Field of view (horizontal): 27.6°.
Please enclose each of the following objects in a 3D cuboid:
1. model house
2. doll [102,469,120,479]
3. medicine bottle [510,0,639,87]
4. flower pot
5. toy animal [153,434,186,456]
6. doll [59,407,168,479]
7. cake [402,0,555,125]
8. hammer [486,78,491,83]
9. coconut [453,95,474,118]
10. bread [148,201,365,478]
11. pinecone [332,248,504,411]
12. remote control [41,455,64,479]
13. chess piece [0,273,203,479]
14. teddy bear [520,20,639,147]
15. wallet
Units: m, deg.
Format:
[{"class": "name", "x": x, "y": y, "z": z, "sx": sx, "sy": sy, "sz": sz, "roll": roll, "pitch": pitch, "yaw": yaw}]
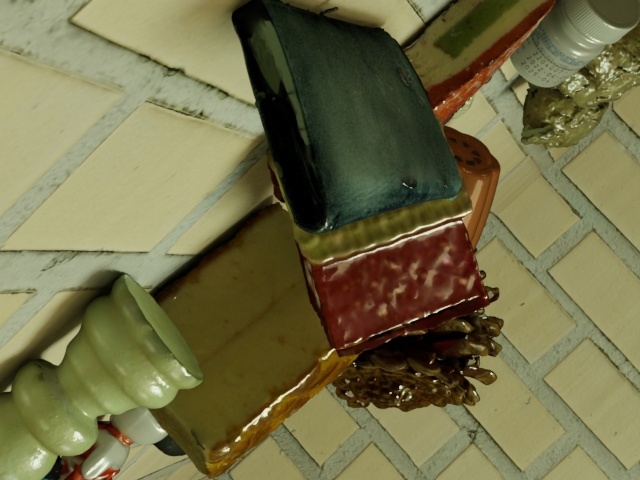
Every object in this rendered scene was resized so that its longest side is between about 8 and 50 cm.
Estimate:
[{"class": "model house", "x": 0.059, "y": -0.030, "z": 1.412, "sx": 0.196, "sy": 0.160, "sz": 0.254, "roll": -19, "pitch": 124, "yaw": -2}, {"class": "doll", "x": -0.424, "y": 0.459, "z": 2.079, "sx": 0.336, "sy": 0.105, "sz": 0.200, "roll": -45, "pitch": 170, "yaw": 21}, {"class": "medicine bottle", "x": 0.335, "y": -0.284, "z": 1.743, "sx": 0.105, "sy": 0.105, "sz": 0.168, "roll": -34, "pitch": 178, "yaw": -37}, {"class": "flower pot", "x": 0.176, "y": -0.070, "z": 1.959, "sx": 0.190, "sy": 0.190, "sz": 0.173, "roll": -28, "pitch": 151, "yaw": -55}, {"class": "toy animal", "x": -0.150, "y": 0.193, "z": 2.009, "sx": 0.343, "sy": 0.106, "sz": 0.168, "roll": -53, "pitch": 160, "yaw": 24}, {"class": "doll", "x": -0.342, "y": 0.330, "z": 1.868, "sx": 0.384, "sy": 0.099, "sz": 0.188, "roll": -41, "pitch": -172, "yaw": 4}, {"class": "cake", "x": 0.150, "y": -0.210, "z": 1.453, "sx": 0.220, "sy": 0.086, "sz": 0.116, "roll": -47, "pitch": 171, "yaw": 33}, {"class": "hammer", "x": 0.125, "y": -0.155, "z": 1.794, "sx": 0.292, "sy": 0.029, "sz": 0.058, "roll": -39, "pitch": 168, "yaw": -7}, {"class": "coconut", "x": 0.150, "y": -0.188, "z": 1.579, "sx": 0.082, "sy": 0.083, "sz": 0.081, "roll": -33, "pitch": -169, "yaw": 0}, {"class": "bread", "x": -0.098, "y": 0.136, "z": 1.644, "sx": 0.279, "sy": 0.207, "sz": 0.279, "roll": -40, "pitch": 169, "yaw": -17}, {"class": "pinecone", "x": 0.148, "y": 0.117, "z": 2.296, "sx": 0.384, "sy": 0.384, "sz": 0.384, "roll": -40, "pitch": 170, "yaw": -8}, {"class": "remote control", "x": -0.393, "y": 0.294, "z": 1.603, "sx": 0.144, "sy": 0.062, "sz": 0.399, "roll": -41, "pitch": 171, "yaw": -9}, {"class": "chess piece", "x": -0.265, "y": 0.163, "z": 1.372, "sx": 0.251, "sy": 0.144, "sz": 0.144, "roll": -35, "pitch": 170, "yaw": 1}, {"class": "teddy bear", "x": 0.421, "y": -0.260, "z": 2.118, "sx": 0.256, "sy": 0.156, "sz": 0.267, "roll": -47, "pitch": 171, "yaw": 36}, {"class": "wallet", "x": 0.036, "y": -0.111, "z": 1.156, "sx": 0.046, "sy": 0.191, "sz": 0.379, "roll": -21, "pitch": 178, "yaw": 22}]
